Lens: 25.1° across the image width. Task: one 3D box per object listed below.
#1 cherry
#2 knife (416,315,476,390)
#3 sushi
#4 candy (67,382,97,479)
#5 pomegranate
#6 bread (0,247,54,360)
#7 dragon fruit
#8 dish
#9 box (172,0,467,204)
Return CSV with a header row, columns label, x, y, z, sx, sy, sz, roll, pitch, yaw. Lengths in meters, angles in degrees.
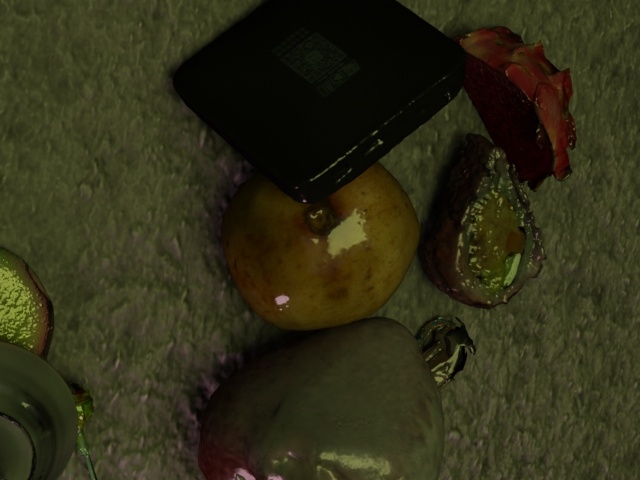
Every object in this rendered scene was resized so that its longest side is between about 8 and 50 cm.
label,x,y,z,sx,sy,sz,roll,pitch,yaw
cherry,0.019,0.270,1.889,0.335,0.326,0.291,-25,133,-15
knife,0.073,0.241,2.080,0.365,0.043,0.089,-37,83,-13
sushi,0.215,-0.015,2.054,0.161,0.107,0.241,-33,120,-20
candy,-0.308,0.269,1.882,0.058,0.062,0.193,-40,129,-41
pomegranate,0.000,0.000,1.874,0.260,0.260,0.260,-6,104,-27
bread,-0.437,0.114,1.783,0.229,0.033,0.228,-7,104,-27
dragon fruit,0.307,-0.198,2.033,0.126,0.161,0.274,-38,114,-13
dish,-0.422,0.253,1.757,0.260,0.085,0.260,-6,113,-14
box,-0.001,-0.205,1.813,0.290,0.289,0.073,-39,148,-16
